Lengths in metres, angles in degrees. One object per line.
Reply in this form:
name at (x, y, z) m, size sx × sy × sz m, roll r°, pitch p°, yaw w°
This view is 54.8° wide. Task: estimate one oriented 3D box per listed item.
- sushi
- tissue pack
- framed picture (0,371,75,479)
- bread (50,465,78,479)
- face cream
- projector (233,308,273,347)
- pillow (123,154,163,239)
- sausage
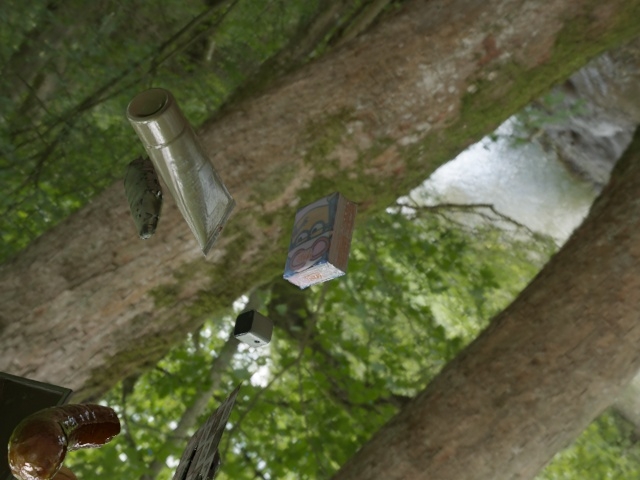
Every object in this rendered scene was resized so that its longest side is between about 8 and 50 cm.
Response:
sushi at (-0.240, 0.495, 1.185) m, size 0.064 × 0.343 × 0.359 m, roll 29°, pitch -136°, yaw -11°
tissue pack at (0.000, 0.000, 1.120) m, size 0.065 × 0.155 × 0.115 m, roll 32°, pitch 143°, yaw -33°
framed picture at (-0.692, 0.429, 1.259) m, size 0.247 × 0.335 × 0.022 m, roll 6°, pitch 139°, yaw 23°
bread at (-0.771, 0.769, 1.684) m, size 0.173 × 0.121 × 0.311 m, roll 66°, pitch -153°, yaw -11°
face cream at (-0.238, -0.120, 1.122) m, size 0.084 × 0.137 × 0.341 m, roll 11°, pitch 148°, yaw 23°
projector at (-0.197, 0.259, 1.818) m, size 0.082 × 0.083 × 0.083 m, roll 38°, pitch -134°, yaw -36°
pillow at (-0.339, -0.101, 1.195) m, size 0.051 × 0.093 × 0.241 m, roll 17°, pitch -151°, yaw -35°
sausage at (-0.393, 0.295, 0.935) m, size 0.103 × 0.076 × 0.302 m, roll 20°, pitch 173°, yaw 3°
